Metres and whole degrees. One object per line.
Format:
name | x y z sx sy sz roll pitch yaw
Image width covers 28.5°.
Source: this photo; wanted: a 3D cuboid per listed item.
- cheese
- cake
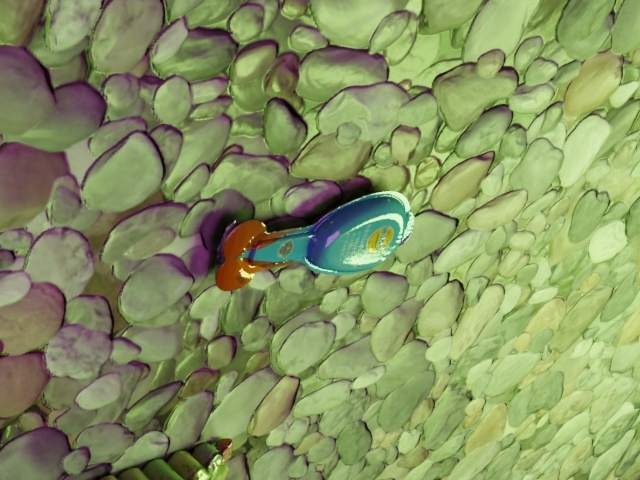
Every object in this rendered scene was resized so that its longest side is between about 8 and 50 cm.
cheese | 0.000 0.000 1.270 0.256 0.037 0.106 -9 129 -37
cake | -0.190 0.287 1.361 0.225 0.090 0.109 -31 143 -49
